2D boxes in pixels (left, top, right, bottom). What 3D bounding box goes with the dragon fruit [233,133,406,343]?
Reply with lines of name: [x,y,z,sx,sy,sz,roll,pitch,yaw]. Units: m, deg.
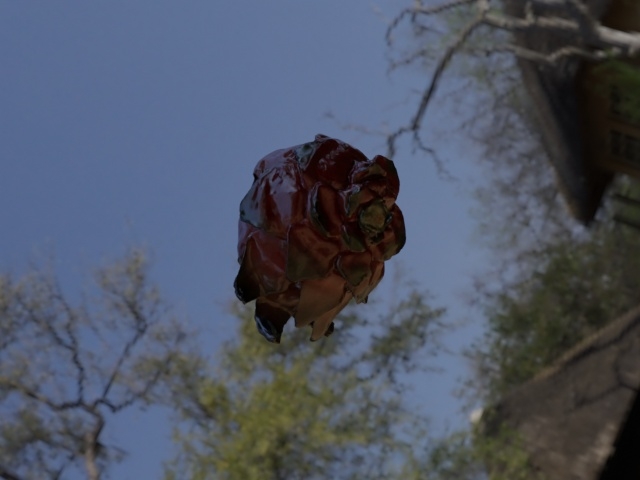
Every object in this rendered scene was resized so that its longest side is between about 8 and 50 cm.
dragon fruit: [0.000,-0.003,0.868,0.142,0.130,0.121,-53,17,12]
